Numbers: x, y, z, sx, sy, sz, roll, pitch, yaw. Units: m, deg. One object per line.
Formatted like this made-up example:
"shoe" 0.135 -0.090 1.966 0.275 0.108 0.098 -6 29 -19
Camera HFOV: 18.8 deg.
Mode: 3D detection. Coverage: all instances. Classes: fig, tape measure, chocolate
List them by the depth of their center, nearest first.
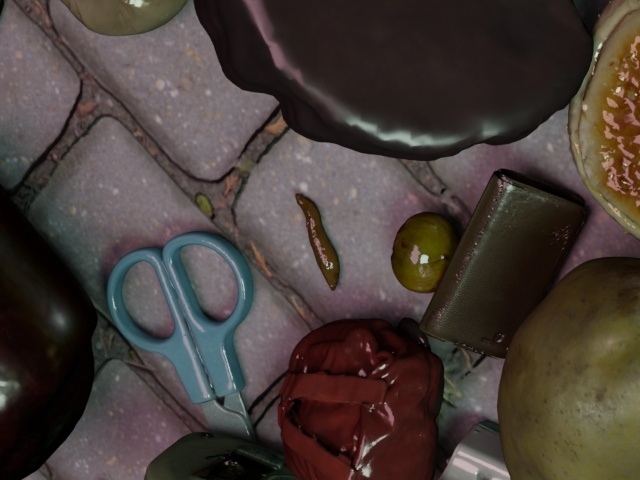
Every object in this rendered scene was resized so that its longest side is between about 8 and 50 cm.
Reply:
"fig" 0.122 0.019 2.030 0.098 0.082 0.084 26 81 4
"tape measure" -0.077 0.295 2.120 0.235 0.207 0.115 17 108 18
"chocolate" -0.422 0.115 2.204 0.331 0.384 0.383 38 118 9

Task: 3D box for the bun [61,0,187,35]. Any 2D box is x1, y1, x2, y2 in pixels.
"bun" -0.231 -0.306 2.113 0.173 0.113 0.166 4 105 26

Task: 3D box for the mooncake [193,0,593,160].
"mooncake" 0.062 -0.264 1.821 0.351 0.212 0.381 2 89 -14

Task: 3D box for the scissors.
"scissors" -0.106 0.208 2.232 0.193 0.029 0.447 -18 97 29

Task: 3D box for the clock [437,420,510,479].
"clock" 0.204 0.361 2.050 0.231 0.116 0.262 28 116 19

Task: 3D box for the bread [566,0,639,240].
"bread" 0.379 -0.126 1.793 0.306 0.159 0.305 9 107 31

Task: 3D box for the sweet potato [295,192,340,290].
"sweet potato" 0.000 0.000 2.120 0.026 0.026 0.115 -18 92 32

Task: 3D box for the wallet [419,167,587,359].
"wallet" 0.188 0.027 1.988 0.110 0.031 0.198 19 116 -11

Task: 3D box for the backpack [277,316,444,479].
"backpack" 0.035 0.185 2.072 0.229 0.139 0.229 -3 87 55

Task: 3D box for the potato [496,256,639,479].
"potato" 0.297 0.152 1.866 0.243 0.221 0.326 43 145 31

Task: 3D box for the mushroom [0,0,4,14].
"mushroom" -0.482 -0.322 2.222 0.190 0.164 0.267 21 113 24
